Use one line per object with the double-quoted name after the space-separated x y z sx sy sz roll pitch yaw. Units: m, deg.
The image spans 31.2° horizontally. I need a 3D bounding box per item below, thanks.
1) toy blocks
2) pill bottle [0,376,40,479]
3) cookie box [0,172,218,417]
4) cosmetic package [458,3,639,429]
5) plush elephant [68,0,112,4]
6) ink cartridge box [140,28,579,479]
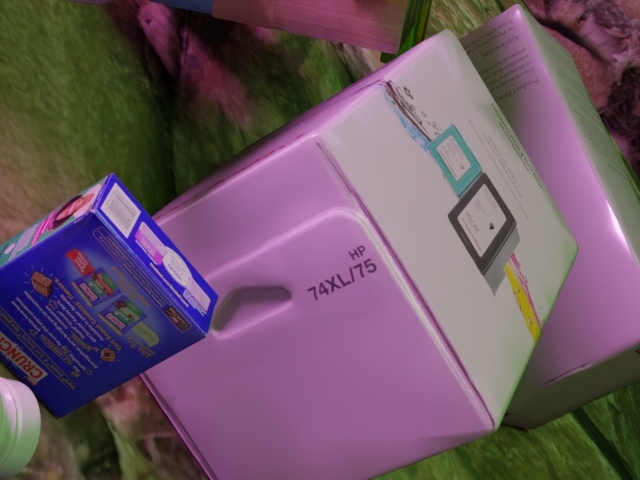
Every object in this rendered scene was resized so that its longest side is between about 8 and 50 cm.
-0.033 -0.263 0.961 0.381 0.261 0.190 -64 165 -63 "toy blocks"
-0.180 0.076 0.496 0.116 0.065 0.065 24 43 -54 "pill bottle"
-0.124 0.031 0.602 0.092 0.107 0.040 52 24 -21 "cookie box"
0.213 -0.021 1.196 0.156 0.217 0.384 20 48 -56 "cosmetic package"
-0.198 -0.283 0.685 0.255 0.272 0.329 120 -18 -78 "plush elephant"
0.021 0.014 0.767 0.197 0.198 0.270 58 30 -8 "ink cartridge box"
